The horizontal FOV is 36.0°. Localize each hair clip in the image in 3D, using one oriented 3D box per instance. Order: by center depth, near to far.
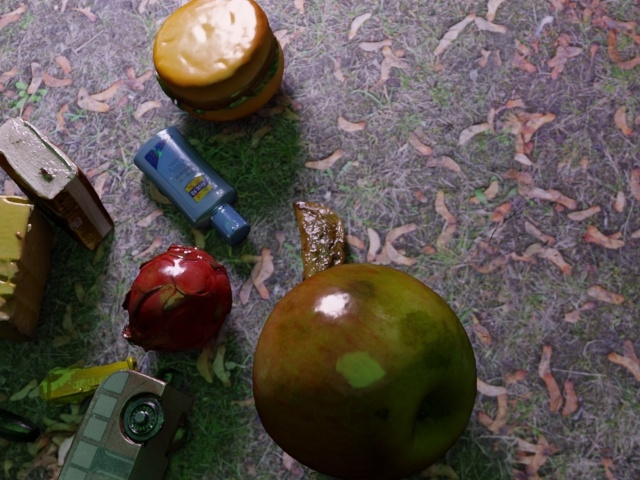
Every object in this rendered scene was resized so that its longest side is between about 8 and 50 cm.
[{"bbox_3d":[-0.399,0.240,1.699,0.173,0.046,0.072,-16,65,2],"label":"hair clip"}]

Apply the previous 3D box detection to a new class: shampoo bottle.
[{"bbox_3d":[-0.224,-0.093,1.785,0.104,0.061,0.258,-43,69,-6],"label":"shampoo bottle"}]

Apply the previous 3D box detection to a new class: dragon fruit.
[{"bbox_3d":[-0.237,0.102,1.662,0.172,0.172,0.209,26,68,17],"label":"dragon fruit"}]

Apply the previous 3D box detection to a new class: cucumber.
[{"bbox_3d":[-0.530,0.321,1.692,0.105,0.048,0.048,16,73,13],"label":"cucumber"}]

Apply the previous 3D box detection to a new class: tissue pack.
[{"bbox_3d":[-0.470,-0.099,1.738,0.183,0.226,0.092,37,76,19],"label":"tissue pack"}]

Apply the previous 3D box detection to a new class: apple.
[{"bbox_3d":[0.072,0.204,1.487,0.339,0.339,0.340,-3,69,8],"label":"apple"}]

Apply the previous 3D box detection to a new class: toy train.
[{"bbox_3d":[-0.322,0.355,1.603,0.159,0.129,0.326,15,73,20],"label":"toy train"}]

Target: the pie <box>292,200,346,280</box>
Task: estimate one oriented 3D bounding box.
[{"bbox_3d":[0.000,0.000,1.730,0.092,0.034,0.170,-9,63,8],"label":"pie"}]

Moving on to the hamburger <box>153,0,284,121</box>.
[{"bbox_3d":[-0.180,-0.326,1.807,0.246,0.170,0.246,-9,59,16],"label":"hamburger"}]

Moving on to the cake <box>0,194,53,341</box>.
[{"bbox_3d":[-0.587,0.010,1.693,0.222,0.227,0.286,9,74,-4],"label":"cake"}]
